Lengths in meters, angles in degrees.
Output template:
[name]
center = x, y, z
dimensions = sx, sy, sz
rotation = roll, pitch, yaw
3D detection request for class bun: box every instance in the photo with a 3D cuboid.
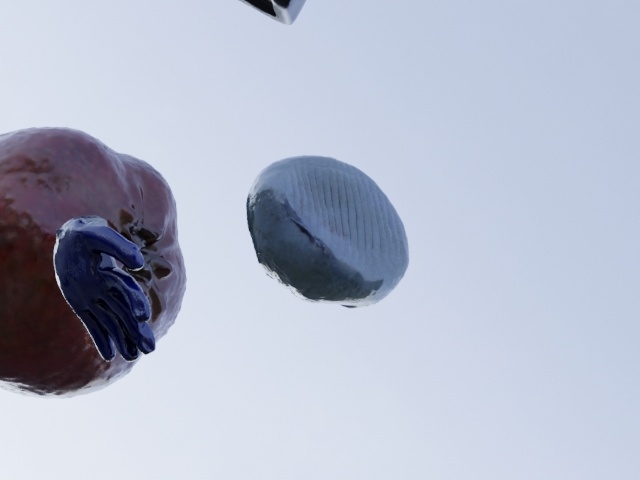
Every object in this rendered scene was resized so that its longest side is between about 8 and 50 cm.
[bun]
center = 0.000, 0.000, 1.343
dimensions = 0.141, 0.141, 0.083
rotation = 42, -57, 1

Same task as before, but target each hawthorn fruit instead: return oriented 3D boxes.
[hawthorn fruit]
center = -0.304, 0.026, 1.689
dimensions = 0.330, 0.287, 0.287
rotation = -5, -59, 27

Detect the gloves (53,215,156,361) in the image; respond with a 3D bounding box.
[gloves]
center = -0.113, 0.024, 0.915
dimensions = 0.064, 0.026, 0.086
rotation = -46, -115, 46

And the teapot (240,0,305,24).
[teapot]
center = -0.027, -0.148, 0.609
dimensions = 0.087, 0.096, 0.177
rotation = 30, -4, 7
